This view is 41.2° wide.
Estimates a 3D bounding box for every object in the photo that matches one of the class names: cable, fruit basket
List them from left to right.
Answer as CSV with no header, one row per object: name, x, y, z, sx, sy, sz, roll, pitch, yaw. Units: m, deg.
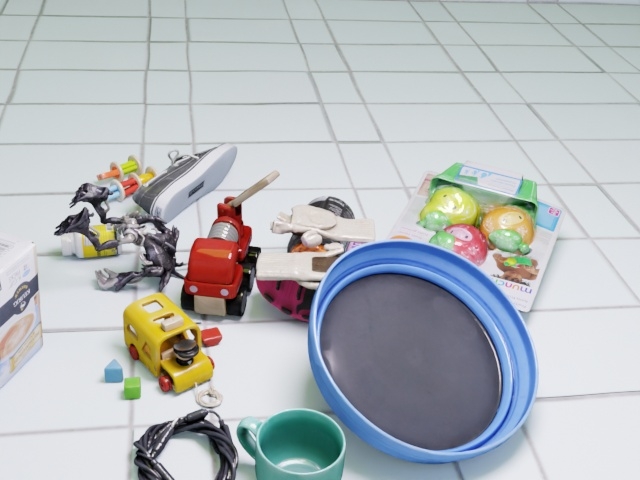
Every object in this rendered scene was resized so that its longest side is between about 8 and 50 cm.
cable,-0.200,0.324,1.266,0.151,0.047,0.184,-5,34,-14
fruit basket,0.316,-0.020,1.765,0.327,0.165,0.353,17,38,19

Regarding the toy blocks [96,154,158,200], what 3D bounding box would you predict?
toy blocks,-0.463,-0.137,1.951,0.123,0.054,0.148,30,41,33

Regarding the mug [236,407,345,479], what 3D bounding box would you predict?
mug,-0.037,0.318,1.249,0.129,0.097,0.158,-14,36,-25

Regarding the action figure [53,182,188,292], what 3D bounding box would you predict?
action figure,-0.371,0.006,1.639,0.141,0.276,0.164,-18,47,35

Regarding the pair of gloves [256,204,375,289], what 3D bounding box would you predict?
pair of gloves,-0.004,0.005,1.583,0.204,0.042,0.240,9,34,6

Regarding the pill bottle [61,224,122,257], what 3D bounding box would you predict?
pill bottle,-0.463,0.002,1.722,0.116,0.065,0.065,-5,34,-15

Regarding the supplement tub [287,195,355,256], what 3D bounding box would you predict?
supplement tub,0.000,0.000,1.734,0.117,0.117,0.190,10,33,9

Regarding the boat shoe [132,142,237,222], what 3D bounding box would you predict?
boat shoe,-0.306,-0.149,1.935,0.105,0.113,0.306,31,48,13

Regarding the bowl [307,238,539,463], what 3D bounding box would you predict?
bowl,0.161,0.177,1.385,0.391,0.077,0.391,11,52,-15

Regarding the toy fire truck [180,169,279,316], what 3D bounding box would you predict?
toy fire truck,-0.166,-0.006,1.600,0.159,0.246,0.217,6,32,6

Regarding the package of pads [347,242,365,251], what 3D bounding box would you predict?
package of pads,0.081,0.022,1.788,0.050,0.032,0.083,12,33,7

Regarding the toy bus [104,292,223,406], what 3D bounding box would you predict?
toy bus,-0.252,0.173,1.444,0.202,0.104,0.191,5,33,2

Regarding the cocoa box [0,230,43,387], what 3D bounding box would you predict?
cocoa box,-0.628,0.147,1.320,0.232,0.228,0.347,15,34,13

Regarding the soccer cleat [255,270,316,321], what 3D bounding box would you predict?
soccer cleat,0.045,0.099,1.614,0.331,0.116,0.143,12,13,13
